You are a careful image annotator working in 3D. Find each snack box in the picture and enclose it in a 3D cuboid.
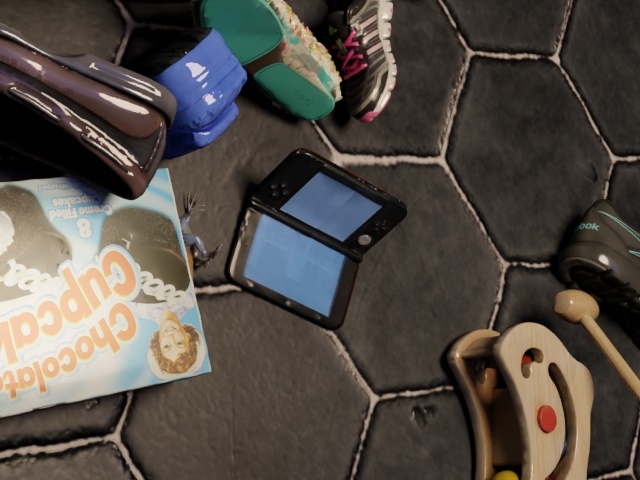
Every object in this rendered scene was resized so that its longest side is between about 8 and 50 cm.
[{"bbox_3d":[-0.252,0.048,1.043,0.322,0.060,0.187,-9,83,-39],"label":"snack box"}]

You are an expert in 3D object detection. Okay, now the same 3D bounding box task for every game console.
[{"bbox_3d":[0.000,0.000,1.240,0.144,0.124,0.085,27,37,-30],"label":"game console"}]

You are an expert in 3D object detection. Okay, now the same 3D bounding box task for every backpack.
[{"bbox_3d":[-0.121,-0.134,1.152,0.101,0.120,0.098,49,54,-18],"label":"backpack"}]

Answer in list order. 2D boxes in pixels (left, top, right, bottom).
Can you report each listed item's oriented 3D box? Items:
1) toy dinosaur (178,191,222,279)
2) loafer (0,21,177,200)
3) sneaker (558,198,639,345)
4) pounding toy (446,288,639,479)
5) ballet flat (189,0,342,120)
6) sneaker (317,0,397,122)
[{"bbox_3d":[-0.129,-0.010,1.170,0.082,0.047,0.090,36,69,-5],"label":"toy dinosaur"},{"bbox_3d":[-0.263,-0.116,1.022,0.302,0.109,0.095,16,70,-19],"label":"loafer"},{"bbox_3d":[0.396,0.054,1.522,0.267,0.101,0.106,38,56,-25],"label":"sneaker"},{"bbox_3d":[0.232,0.165,1.330,0.154,0.155,0.270,23,66,-37],"label":"pounding toy"},{"bbox_3d":[-0.055,-0.196,1.215,0.241,0.091,0.077,47,28,-56],"label":"ballet flat"},{"bbox_3d":[0.033,-0.203,1.328,0.074,0.063,0.170,17,64,-34],"label":"sneaker"}]
